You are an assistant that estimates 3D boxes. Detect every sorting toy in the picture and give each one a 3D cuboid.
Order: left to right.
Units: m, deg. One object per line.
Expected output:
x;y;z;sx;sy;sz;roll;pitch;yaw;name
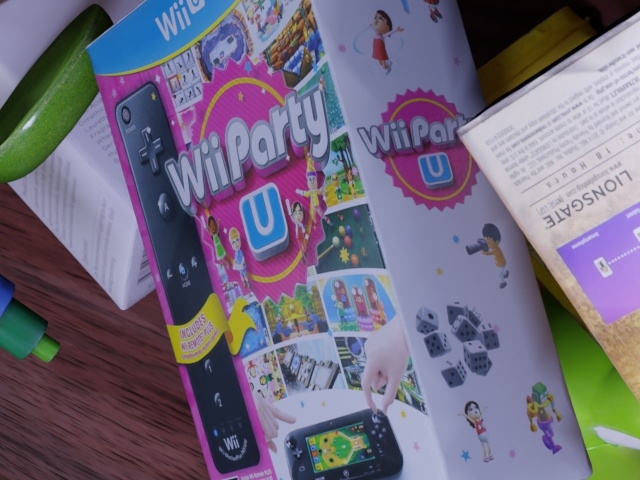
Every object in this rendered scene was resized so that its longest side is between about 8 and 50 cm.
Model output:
-0.117;-0.078;1.048;0.126;0.365;0.127;37;159;-18;sorting toy

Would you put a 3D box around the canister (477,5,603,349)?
0.147;-0.027;0.914;0.170;0.126;0.073;47;146;8;canister

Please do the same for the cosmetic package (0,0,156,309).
-0.133;-0.085;1.178;0.183;0.151;0.151;47;155;12;cosmetic package

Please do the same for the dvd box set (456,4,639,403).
0.296;0.044;0.739;0.308;0.062;0.420;-34;92;33;dvd box set

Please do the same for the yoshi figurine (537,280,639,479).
0.100;0.127;1.074;0.362;0.203;0.203;4;137;48;yoshi figurine

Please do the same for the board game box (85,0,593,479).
0.000;0.000;0.893;0.224;0.097;0.303;-25;79;55;board game box
